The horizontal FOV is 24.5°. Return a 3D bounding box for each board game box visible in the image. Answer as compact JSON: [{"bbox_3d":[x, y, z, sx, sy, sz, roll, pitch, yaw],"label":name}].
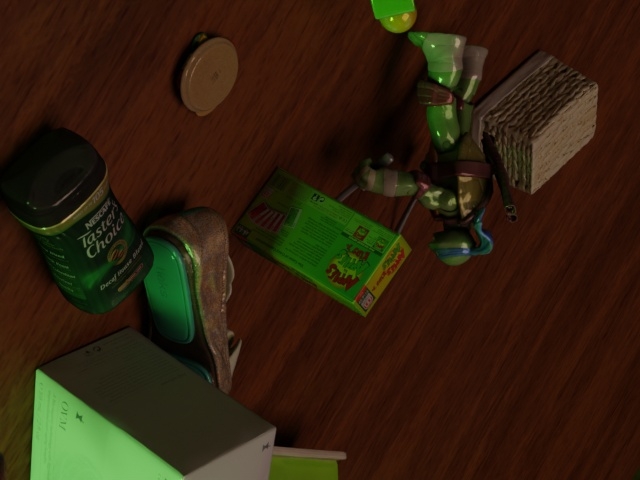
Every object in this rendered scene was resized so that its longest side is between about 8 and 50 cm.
[{"bbox_3d":[0.000,0.000,1.622,0.092,0.181,0.043,-55,148,-9],"label":"board game box"}]

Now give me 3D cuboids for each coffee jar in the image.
[{"bbox_3d":[-0.227,-0.017,1.380,0.096,0.079,0.184,-48,146,-20],"label":"coffee jar"}]

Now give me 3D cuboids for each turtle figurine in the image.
[{"bbox_3d":[0.105,-0.110,1.765,0.197,0.274,0.266,7,90,-34],"label":"turtle figurine"}]

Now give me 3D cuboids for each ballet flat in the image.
[{"bbox_3d":[-0.131,0.099,1.597,0.106,0.107,0.316,-42,146,-45],"label":"ballet flat"}]

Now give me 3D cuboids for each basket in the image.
[{"bbox_3d":[0.291,-0.158,1.989,0.167,0.103,0.113,-42,145,-29],"label":"basket"}]

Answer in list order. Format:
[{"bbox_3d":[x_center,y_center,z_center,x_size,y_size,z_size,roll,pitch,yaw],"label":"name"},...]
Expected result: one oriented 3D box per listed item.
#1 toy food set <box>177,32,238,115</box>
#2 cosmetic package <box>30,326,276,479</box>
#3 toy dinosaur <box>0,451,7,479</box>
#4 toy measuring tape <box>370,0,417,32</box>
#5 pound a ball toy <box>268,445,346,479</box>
[{"bbox_3d":[-0.113,-0.168,1.479,0.083,0.020,0.083,-60,148,-1],"label":"toy food set"},{"bbox_3d":[-0.181,0.251,1.527,0.138,0.224,0.224,-25,133,-44],"label":"cosmetic package"},{"bbox_3d":[-0.402,0.178,1.259,0.200,0.127,0.296,-50,136,-31],"label":"toy dinosaur"},{"bbox_3d":[0.045,-0.368,1.490,0.121,0.121,0.330,-37,124,-33],"label":"toy measuring tape"},{"bbox_3d":[-0.088,0.361,1.803,0.319,0.135,0.208,16,66,-58],"label":"pound a ball toy"}]
